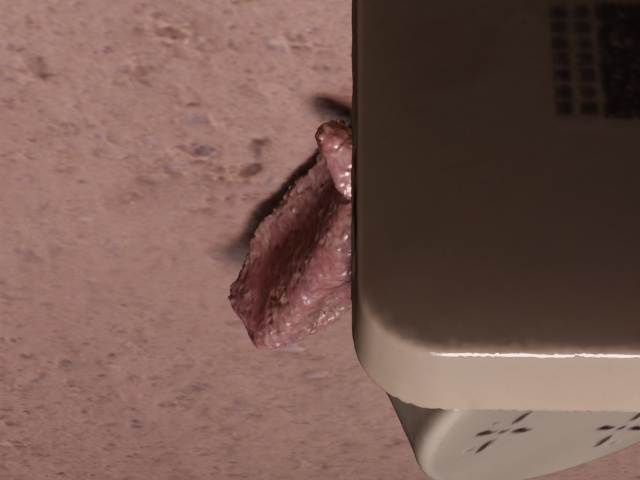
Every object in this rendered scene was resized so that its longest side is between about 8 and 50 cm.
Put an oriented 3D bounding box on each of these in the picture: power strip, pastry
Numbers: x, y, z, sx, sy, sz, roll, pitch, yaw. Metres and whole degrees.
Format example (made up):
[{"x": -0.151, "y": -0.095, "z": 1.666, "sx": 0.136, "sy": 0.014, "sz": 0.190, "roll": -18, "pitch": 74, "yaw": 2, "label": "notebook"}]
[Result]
[{"x": 0.209, "y": 0.049, "z": 1.223, "sx": 0.358, "sy": 0.161, "sz": 0.357, "roll": -18, "pitch": 153, "yaw": -9, "label": "power strip"}, {"x": 0.013, "y": -0.002, "z": 1.282, "sx": 0.112, "sy": 0.102, "sz": 0.265, "roll": -6, "pitch": 154, "yaw": -25, "label": "pastry"}]

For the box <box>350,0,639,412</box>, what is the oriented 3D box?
[{"x": 0.204, "y": -0.076, "z": 0.888, "sx": 0.373, "sy": 0.367, "sz": 0.090, "roll": 1, "pitch": 148, "yaw": 0, "label": "box"}]
